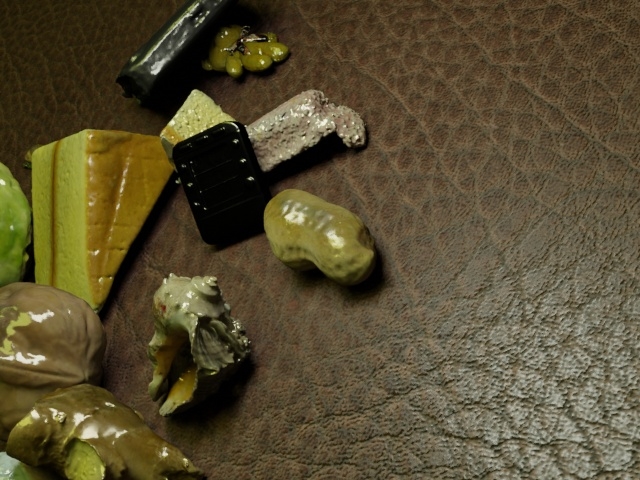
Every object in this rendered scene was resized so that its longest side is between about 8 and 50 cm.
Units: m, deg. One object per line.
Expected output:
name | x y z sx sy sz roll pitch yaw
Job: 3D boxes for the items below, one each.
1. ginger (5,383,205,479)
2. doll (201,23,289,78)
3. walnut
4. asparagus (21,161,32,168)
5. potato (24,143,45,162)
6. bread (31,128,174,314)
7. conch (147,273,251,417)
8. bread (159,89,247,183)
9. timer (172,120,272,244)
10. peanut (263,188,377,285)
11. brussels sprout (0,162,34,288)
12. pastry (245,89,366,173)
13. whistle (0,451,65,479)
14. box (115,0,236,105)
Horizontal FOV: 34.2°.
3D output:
ginger | -0.295 0.300 1.488 0.123 0.270 0.219 -65 -6 13
doll | -0.156 -0.393 2.110 0.209 0.097 0.137 16 58 43
walnut | -0.473 0.196 1.684 0.273 0.227 0.273 -19 43 19
asparagus | -0.666 -0.167 2.403 0.015 0.014 0.114 -37 32 -23
potato | -0.647 -0.200 2.395 0.092 0.045 0.046 -1 83 46
bread | -0.405 -0.012 1.963 0.233 0.245 0.361 -10 78 47
conch | -0.194 0.162 1.536 0.245 0.163 0.178 -60 11 26
bread | -0.216 -0.185 1.911 0.127 0.152 0.147 8 58 34
timer | -0.162 -0.099 1.769 0.144 0.187 0.055 -21 -3 26
peanut | 0.000 0.000 1.563 0.120 0.110 0.236 -31 39 -22
brussels sprout | -0.687 0.004 2.040 0.344 0.268 0.344 -10 53 14
pastry | -0.052 -0.185 1.789 0.265 0.112 0.103 -16 23 26
whistle | -0.455 0.442 1.481 0.189 0.189 0.347 -12 56 34
box | -0.285 -0.436 2.178 0.350 0.091 0.359 -49 14 -7
